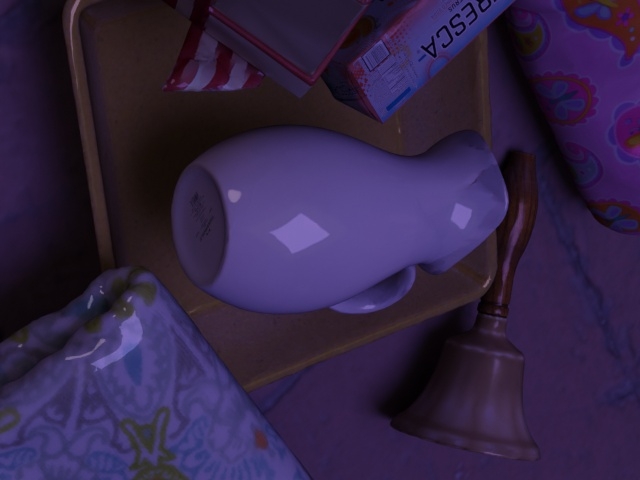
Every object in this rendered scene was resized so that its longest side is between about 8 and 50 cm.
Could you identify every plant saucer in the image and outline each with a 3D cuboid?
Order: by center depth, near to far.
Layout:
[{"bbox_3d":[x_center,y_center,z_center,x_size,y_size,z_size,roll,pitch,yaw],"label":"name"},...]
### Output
[{"bbox_3d":[-0.031,-0.069,1.338,0.332,0.081,0.333,-20,120,-27],"label":"plant saucer"}]

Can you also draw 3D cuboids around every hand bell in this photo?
[{"bbox_3d":[0.143,0.047,1.517,0.126,0.126,0.242,12,90,-38],"label":"hand bell"}]

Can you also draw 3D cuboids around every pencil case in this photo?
[{"bbox_3d":[0.231,-0.132,1.477,0.124,0.124,0.284,-42,129,-13],"label":"pencil case"}]

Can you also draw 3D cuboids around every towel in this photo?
[{"bbox_3d":[-0.192,0.228,1.290,0.374,0.090,0.320,-33,128,2],"label":"towel"}]

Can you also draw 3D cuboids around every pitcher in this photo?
[{"bbox_3d":[0.000,0.000,1.271,0.207,0.125,0.178,-4,142,-31],"label":"pitcher"}]

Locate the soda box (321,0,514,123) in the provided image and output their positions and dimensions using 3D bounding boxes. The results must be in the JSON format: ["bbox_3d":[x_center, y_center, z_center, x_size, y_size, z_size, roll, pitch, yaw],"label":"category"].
[{"bbox_3d":[0.077,-0.165,1.279,0.183,0.063,0.058,-43,129,-12],"label":"soda box"}]

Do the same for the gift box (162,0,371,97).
[{"bbox_3d":[-0.044,-0.243,1.103,0.255,0.258,0.276,40,79,-3],"label":"gift box"}]
